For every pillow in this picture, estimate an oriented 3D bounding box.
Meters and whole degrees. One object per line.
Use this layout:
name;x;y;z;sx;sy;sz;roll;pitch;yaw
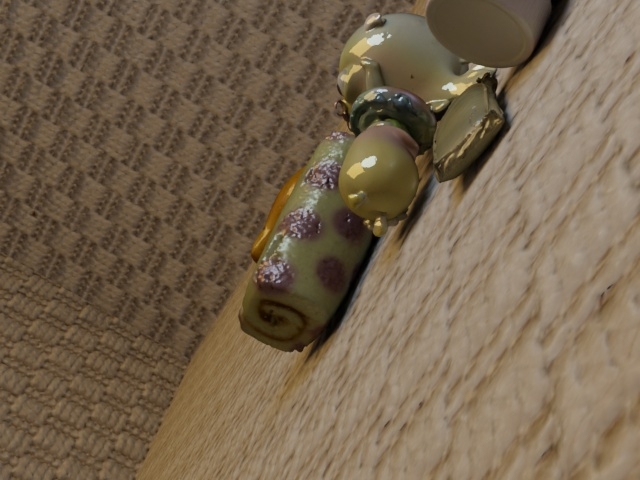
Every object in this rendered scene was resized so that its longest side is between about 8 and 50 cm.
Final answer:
pillow;0.186;-0.146;1.321;0.119;0.053;0.208;-53;8;23

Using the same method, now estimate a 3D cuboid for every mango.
mango;-0.015;-0.064;1.973;0.295;0.120;0.177;-38;-25;16

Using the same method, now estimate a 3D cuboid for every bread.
bread;0.000;0.000;1.666;0.187;0.155;0.338;115;179;-58

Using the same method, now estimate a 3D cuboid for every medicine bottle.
medicine bottle;0.256;-0.377;1.358;0.273;0.165;0.165;-64;7;-21

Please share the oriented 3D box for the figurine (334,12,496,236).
figurine;0.128;-0.181;1.527;0.274;0.226;0.394;-15;41;38
